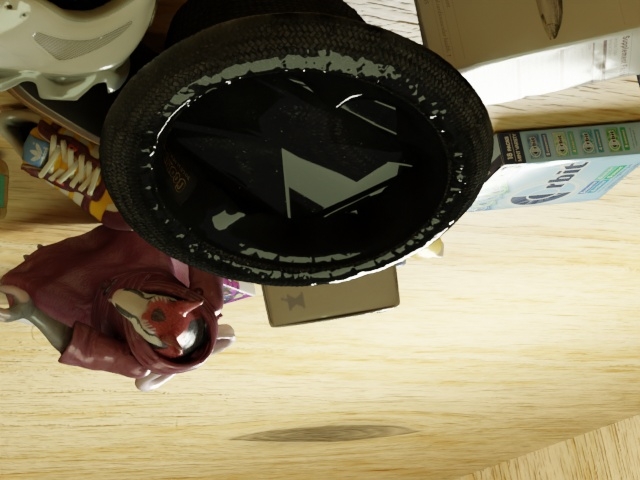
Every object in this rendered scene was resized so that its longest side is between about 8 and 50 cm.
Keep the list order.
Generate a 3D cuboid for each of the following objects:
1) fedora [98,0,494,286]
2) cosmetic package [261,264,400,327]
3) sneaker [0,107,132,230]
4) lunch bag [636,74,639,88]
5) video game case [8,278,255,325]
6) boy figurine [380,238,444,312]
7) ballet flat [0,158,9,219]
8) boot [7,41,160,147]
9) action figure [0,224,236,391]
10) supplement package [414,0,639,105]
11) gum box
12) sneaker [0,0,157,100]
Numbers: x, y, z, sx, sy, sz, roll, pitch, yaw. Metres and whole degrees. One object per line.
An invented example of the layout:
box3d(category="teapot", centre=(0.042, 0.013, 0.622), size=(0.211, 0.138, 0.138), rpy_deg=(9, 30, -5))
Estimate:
box3d(category="fedora", centre=(-0.023, -0.107, 1.550), size=(0.334, 0.152, 0.334), rpy_deg=(-6, 144, -5))
box3d(category="cosmetic package", centre=(0.000, 0.000, 1.896), size=(0.129, 0.153, 0.296), rpy_deg=(-9, -178, 0))
box3d(category="sneaker", centre=(-0.216, -0.063, 1.673), size=(0.084, 0.070, 0.185), rpy_deg=(13, -167, -45))
box3d(category="lunch bag", centre=(0.356, -0.167, 1.846), size=(0.098, 0.067, 0.065), rpy_deg=(-10, 164, -8))
box3d(category="video game case", centre=(-0.224, 0.064, 2.297), size=(0.232, 0.042, 0.210), rpy_deg=(-16, 164, 18))
box3d(category="boy figurine", centre=(0.063, 0.014, 2.237), size=(0.177, 0.092, 0.285), rpy_deg=(-6, 167, -9))
box3d(category="ballet flat", centre=(-0.389, -0.016, 1.855), size=(0.232, 0.073, 0.080), rpy_deg=(-24, 162, 38))
box3d(category="boot", centre=(-0.191, -0.122, 1.591), size=(0.115, 0.112, 0.305), rpy_deg=(-6, 169, 30))
box3d(category="action figure", centre=(-0.190, 0.087, 1.939), size=(0.248, 0.276, 0.370), rpy_deg=(-34, -160, -13))
box3d(category="supplement package", centre=(0.173, -0.185, 1.594), size=(0.179, 0.105, 0.105), rpy_deg=(-12, 162, 3))
box3d(category="gum box", centre=(0.254, -0.081, 2.122), size=(0.184, 0.041, 0.157), rpy_deg=(-6, 164, -19))
box3d(category="sneaker", centre=(-0.268, -0.177, 1.344), size=(0.330, 0.122, 0.146), rpy_deg=(-7, 155, -30))
